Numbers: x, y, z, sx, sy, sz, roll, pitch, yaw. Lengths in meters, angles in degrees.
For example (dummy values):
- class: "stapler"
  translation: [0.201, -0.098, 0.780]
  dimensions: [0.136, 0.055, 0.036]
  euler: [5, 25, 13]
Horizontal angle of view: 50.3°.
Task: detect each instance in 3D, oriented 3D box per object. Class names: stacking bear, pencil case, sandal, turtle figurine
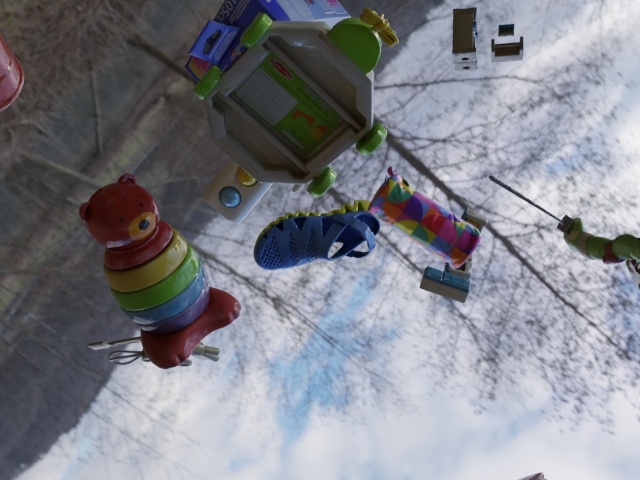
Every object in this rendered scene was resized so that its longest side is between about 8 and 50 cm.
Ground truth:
- class: "stacking bear"
  translation: [-0.278, 0.035, 1.105]
  dimensions: [0.175, 0.289, 0.164]
  euler: [-39, -143, -25]
- class: "pencil case"
  translation: [0.208, -0.043, 1.369]
  dimensions: [0.104, 0.236, 0.104]
  euler: [-54, 179, -1]
- class: "sandal"
  translation: [0.000, 0.000, 1.567]
  dimensions: [0.317, 0.126, 0.138]
  euler: [-18, -146, -3]
- class: "turtle figurine"
  translation: [0.400, -0.041, 0.812]
  dimensions: [0.274, 0.266, 0.198]
  euler: [42, -81, 35]

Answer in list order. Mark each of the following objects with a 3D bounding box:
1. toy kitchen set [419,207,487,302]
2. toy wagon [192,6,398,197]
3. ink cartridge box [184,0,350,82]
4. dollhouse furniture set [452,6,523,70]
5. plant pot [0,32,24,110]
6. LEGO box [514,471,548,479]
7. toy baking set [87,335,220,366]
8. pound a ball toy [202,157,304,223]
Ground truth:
- class: "toy kitchen set"
  translation: [0.349, 0.027, 1.770]
  dimensions: [0.207, 0.122, 0.166]
  euler: [-64, 171, -59]
- class: "toy wagon"
  translation: [-0.019, -0.227, 1.055]
  dimensions: [0.344, 0.267, 0.068]
  euler: [-38, -157, 30]
- class: "ink cartridge box"
  translation: [-0.135, -0.469, 1.608]
  dimensions: [0.270, 0.151, 0.395]
  euler: [-46, 174, 35]
- class: "dollhouse furniture set"
  translation: [0.457, -0.550, 1.862]
  dimensions: [0.129, 0.183, 0.129]
  euler: [30, 61, -73]
- class: "plant pot"
  translation: [-0.860, -0.464, 1.576]
  dimensions: [0.272, 0.272, 0.265]
  euler: [-60, 173, -31]
- class: "LEGO box"
  translation: [0.153, 0.524, 0.781]
  dimensions: [0.193, 0.372, 0.500]
  euler: [-19, 160, -30]
- class: "toy baking set"
  translation: [-0.341, 0.239, 1.423]
  dimensions: [0.197, 0.256, 0.030]
  euler: [-29, -127, 42]
- class: "pound a ball toy"
  translation: [-0.128, -0.171, 1.721]
  dimensions: [0.319, 0.208, 0.136]
  euler: [-46, -171, 27]
